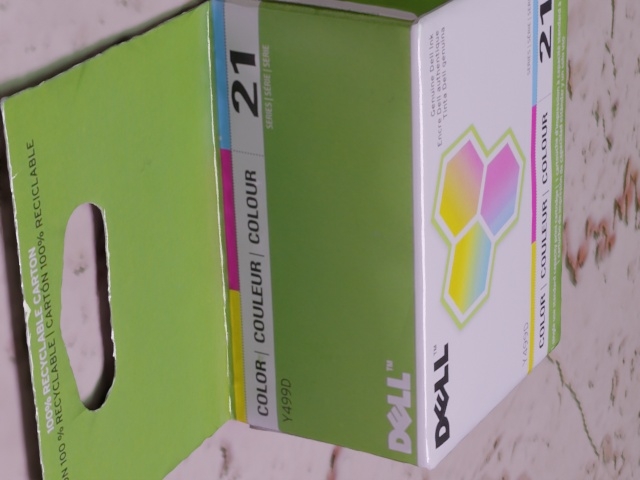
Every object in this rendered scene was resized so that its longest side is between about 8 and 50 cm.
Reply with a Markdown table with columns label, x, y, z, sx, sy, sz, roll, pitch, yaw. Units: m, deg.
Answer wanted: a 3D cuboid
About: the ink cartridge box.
| label | x | y | z | sx | sy | sz | roll | pitch | yaw |
| --- | --- | --- | --- | --- | --- | --- | --- | --- | --- |
| ink cartridge box | 0.000 | 0.000 | 0.747 | 0.255 | 0.097 | 0.189 | -36 | 131 | -53 |
